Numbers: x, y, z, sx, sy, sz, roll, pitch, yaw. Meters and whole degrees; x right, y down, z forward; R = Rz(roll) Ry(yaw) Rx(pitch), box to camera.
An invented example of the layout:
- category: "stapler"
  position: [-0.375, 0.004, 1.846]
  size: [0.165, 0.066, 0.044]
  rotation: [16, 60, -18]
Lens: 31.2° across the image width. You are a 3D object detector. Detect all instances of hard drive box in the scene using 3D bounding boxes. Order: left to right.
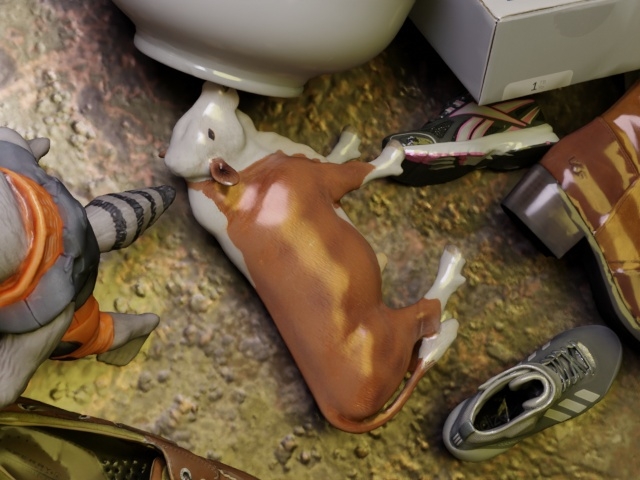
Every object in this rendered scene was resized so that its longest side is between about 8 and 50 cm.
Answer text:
- category: "hard drive box"
  position: [0.166, -0.238, 1.002]
  size: [0.181, 0.089, 0.232]
  rotation: [-14, 49, -19]

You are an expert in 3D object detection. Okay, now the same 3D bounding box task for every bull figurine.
- category: "bull figurine"
  position: [0.000, 0.000, 0.944]
  size: [0.188, 0.101, 0.310]
  rotation: [-29, 96, -27]

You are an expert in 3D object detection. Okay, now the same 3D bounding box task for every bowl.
- category: "bowl"
  position: [-0.063, -0.198, 0.905]
  size: [0.298, 0.298, 0.134]
  rotation: [15, 106, -16]

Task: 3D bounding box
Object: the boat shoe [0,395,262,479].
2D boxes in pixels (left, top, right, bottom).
- category: "boat shoe"
  position: [-0.131, 0.202, 0.855]
  size: [0.307, 0.104, 0.111]
  rotation: [20, 72, -15]

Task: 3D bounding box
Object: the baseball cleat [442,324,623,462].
- category: "baseball cleat"
  position: [0.200, 0.125, 0.987]
  size: [0.206, 0.109, 0.072]
  rotation: [-31, 76, -25]

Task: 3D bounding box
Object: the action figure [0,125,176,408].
- category: "action figure"
  position: [-0.210, -0.037, 0.753]
  size: [0.178, 0.330, 0.341]
  rotation: [-19, 91, 1]

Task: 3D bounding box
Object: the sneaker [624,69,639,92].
- category: "sneaker"
  position: [0.385, -0.127, 1.115]
  size: [0.147, 0.145, 0.385]
  rotation: [-37, 95, 7]

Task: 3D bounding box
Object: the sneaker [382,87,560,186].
- category: "sneaker"
  position: [0.129, -0.101, 1.042]
  size: [0.178, 0.072, 0.077]
  rotation: [-8, 72, -31]

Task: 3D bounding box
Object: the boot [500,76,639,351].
- category: "boot"
  position: [0.346, -0.041, 1.034]
  size: [0.280, 0.096, 0.264]
  rotation: [-43, 89, 1]
